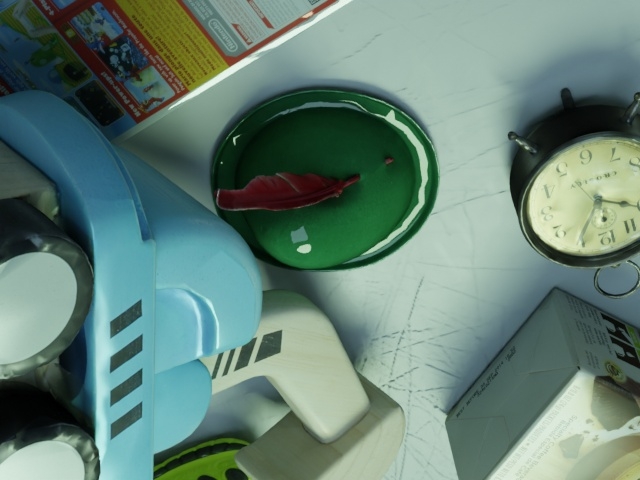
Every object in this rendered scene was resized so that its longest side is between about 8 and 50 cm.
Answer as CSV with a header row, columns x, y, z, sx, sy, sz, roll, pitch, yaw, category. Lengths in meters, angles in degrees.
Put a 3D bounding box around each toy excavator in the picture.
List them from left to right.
x,y,z,sx,sy,sz,roll,pitch,yaw,category
-0.116,0.074,1.448,0.445,0.222,0.433,-19,127,-31,toy excavator

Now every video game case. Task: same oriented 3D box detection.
x,y,z,sx,sy,sz,roll,pitch,yaw,category
-0.140,-0.185,1.433,0.285,0.025,0.204,-30,123,14,video game case

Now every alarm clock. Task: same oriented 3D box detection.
x,y,z,sx,sy,sz,roll,pitch,yaw,category
0.220,-0.029,1.561,0.129,0.064,0.192,-16,123,5,alarm clock

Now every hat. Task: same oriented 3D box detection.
x,y,z,sx,sy,sz,roll,pitch,yaw,category
0.000,0.000,1.481,0.208,0.183,0.173,9,122,-12,hat

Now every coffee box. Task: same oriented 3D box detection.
x,y,z,sx,sy,sz,roll,pitch,yaw,category
0.280,0.188,1.686,0.297,0.119,0.168,25,118,-22,coffee box

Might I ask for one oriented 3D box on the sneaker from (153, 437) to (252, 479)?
x,y,z,sx,sy,sz,roll,pitch,yaw,category
-0.168,0.275,1.703,0.295,0.109,0.123,-20,121,7,sneaker
